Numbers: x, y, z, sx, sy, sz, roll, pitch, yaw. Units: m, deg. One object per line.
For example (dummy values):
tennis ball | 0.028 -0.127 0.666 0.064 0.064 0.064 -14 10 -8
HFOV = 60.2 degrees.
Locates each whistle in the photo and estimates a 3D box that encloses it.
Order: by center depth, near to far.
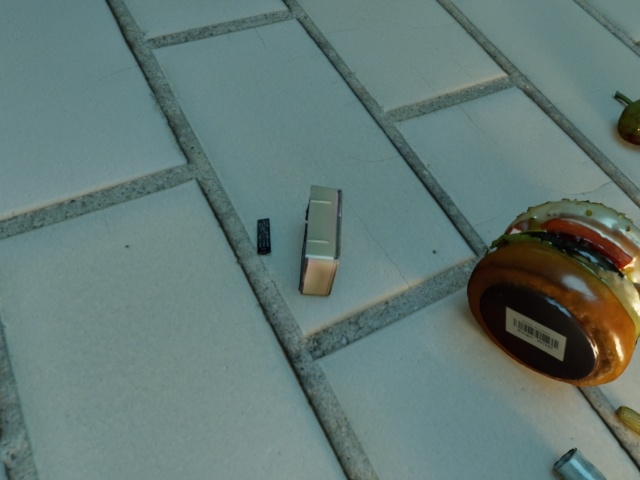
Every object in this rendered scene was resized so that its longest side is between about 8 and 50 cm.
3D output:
whistle | 0.539 0.499 0.944 0.062 0.062 0.312 -31 66 -26

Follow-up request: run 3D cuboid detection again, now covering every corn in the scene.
corn | 0.618 0.358 1.067 0.092 0.037 0.037 37 59 19

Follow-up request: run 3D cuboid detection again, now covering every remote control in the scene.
remote control | -0.124 -0.009 1.216 0.034 0.016 0.091 -8 56 5

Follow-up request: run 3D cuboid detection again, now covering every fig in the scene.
fig | 0.906 -0.361 1.570 0.149 0.149 0.245 10 36 -2

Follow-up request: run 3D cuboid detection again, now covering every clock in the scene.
clock | 0.000 0.000 1.150 0.071 0.147 0.192 6 55 -4

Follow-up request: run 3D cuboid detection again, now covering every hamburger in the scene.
hamburger | 0.464 0.093 1.051 0.330 0.330 0.250 41 67 18
